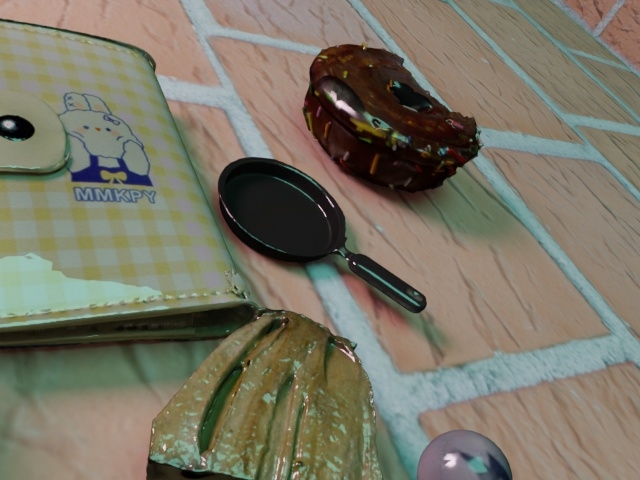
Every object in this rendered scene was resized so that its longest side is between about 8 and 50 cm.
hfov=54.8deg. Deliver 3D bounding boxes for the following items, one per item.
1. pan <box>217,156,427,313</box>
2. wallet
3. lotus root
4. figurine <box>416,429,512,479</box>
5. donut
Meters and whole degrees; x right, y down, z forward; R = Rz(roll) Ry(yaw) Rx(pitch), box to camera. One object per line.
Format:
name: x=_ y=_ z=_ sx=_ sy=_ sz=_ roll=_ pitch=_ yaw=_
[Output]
pan: x=0.000 y=0.000 z=0.595 sx=0.235 sy=0.028 sz=0.136 roll=38 pitch=37 yaw=12
wallet: x=-0.196 y=-0.056 z=0.489 sx=0.223 sy=0.077 sz=0.309 roll=3 pitch=46 yaw=-38
lotus root: x=-0.028 y=0.119 z=0.407 sx=0.143 sy=0.070 sz=0.144 roll=23 pitch=41 yaw=-3
figurine: x=0.092 y=0.223 z=0.276 sx=0.382 sy=0.186 sz=0.261 roll=14 pitch=49 yaw=-15
donut: x=0.079 y=-0.145 z=0.764 sx=0.230 sy=0.096 sz=0.216 roll=39 pitch=39 yaw=9
